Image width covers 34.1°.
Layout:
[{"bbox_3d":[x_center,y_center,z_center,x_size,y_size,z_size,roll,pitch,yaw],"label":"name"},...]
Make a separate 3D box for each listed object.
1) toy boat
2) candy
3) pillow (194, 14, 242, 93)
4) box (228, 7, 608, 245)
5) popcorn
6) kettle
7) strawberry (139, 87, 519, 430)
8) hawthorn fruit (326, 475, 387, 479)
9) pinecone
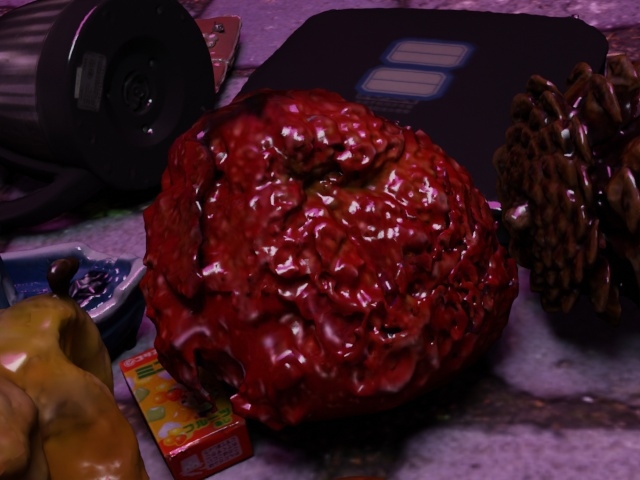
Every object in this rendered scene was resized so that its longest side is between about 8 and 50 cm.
[{"bbox_3d":[-0.286,0.050,0.843,0.309,0.142,0.129,-8,37,2],"label":"toy boat"},{"bbox_3d":[-0.101,0.124,0.777,0.062,0.038,0.122,-23,36,-16],"label":"candy"},{"bbox_3d":[-0.168,-0.206,1.257,0.126,0.043,0.232,-6,37,13],"label":"pillow"},{"bbox_3d":[0.086,-0.120,1.028,0.359,0.091,0.350,6,39,22],"label":"box"},{"bbox_3d":[-0.258,0.156,0.603,0.316,0.280,0.297,-2,2,-12],"label":"popcorn"},{"bbox_3d":[-0.279,-0.143,1.105,0.271,0.250,0.207,10,11,35],"label":"kettle"},{"bbox_3d":[0.000,0.000,0.747,0.274,0.220,0.274,0,40,0],"label":"strawberry"},{"bbox_3d":[-0.008,0.202,0.460,0.208,0.248,0.208,-13,36,9],"label":"hawthorn fruit"},{"bbox_3d":[0.224,-0.036,0.757,0.208,0.207,0.207,-8,35,5],"label":"pinecone"}]
